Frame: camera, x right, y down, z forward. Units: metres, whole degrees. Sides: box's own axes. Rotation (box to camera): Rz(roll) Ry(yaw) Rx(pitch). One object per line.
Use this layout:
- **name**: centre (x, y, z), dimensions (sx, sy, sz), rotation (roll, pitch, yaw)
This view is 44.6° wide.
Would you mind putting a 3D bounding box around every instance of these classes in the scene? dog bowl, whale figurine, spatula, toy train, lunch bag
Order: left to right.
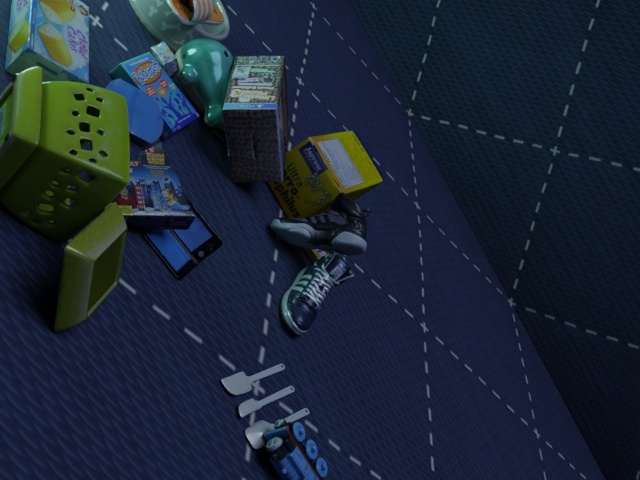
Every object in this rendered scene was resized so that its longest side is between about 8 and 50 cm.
- **lunch bag**: centre (-0.410, -0.473, 2.069), dimensions (0.071, 0.053, 0.083), rotation (53, -20, 20)
- **dog bowl**: centre (-0.407, -0.689, 2.282), dimensions (0.349, 0.102, 0.348), rotation (39, 32, -30)
- **whale figurine**: centre (-0.295, -0.437, 2.155), dimensions (0.216, 0.141, 0.272), rotation (11, 54, -56)
- **spatula**: centre (-0.117, 0.361, 1.741), dimensions (0.168, 0.019, 0.242), rotation (58, 25, 13)
- **toy train**: centre (-0.052, 0.468, 1.648), dimensions (0.184, 0.080, 0.105), rotation (60, 29, -14)

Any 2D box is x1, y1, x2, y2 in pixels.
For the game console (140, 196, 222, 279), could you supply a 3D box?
- **game console**: centre (-0.307, -0.007, 1.741), dimensions (0.144, 0.124, 0.085), rotation (53, 0, -10)

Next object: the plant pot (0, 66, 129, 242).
- **plant pot**: centre (-0.501, -0.166, 1.434), dimensions (0.207, 0.227, 0.228), rotation (24, 42, -39)

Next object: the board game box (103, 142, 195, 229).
- **board game box**: centre (-0.387, -0.121, 1.695), dimensions (0.194, 0.060, 0.194), rotation (1, 60, -29)

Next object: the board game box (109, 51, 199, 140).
- **board game box**: centre (-0.417, -0.368, 1.978), dimensions (0.210, 0.047, 0.160), rotation (52, 27, -10)

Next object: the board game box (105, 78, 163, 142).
- **board game box**: centre (-0.450, -0.302, 1.849), dimensions (0.169, 0.033, 0.133), rotation (27, 51, -41)

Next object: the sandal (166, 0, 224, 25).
- **sandal**: centre (-0.333, -0.661, 2.177), dimensions (0.102, 0.076, 0.265), rotation (58, 27, 2)

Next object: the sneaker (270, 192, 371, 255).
- **sneaker**: centre (0.007, -0.055, 2.137), dimensions (0.101, 0.269, 0.153), rotation (82, 22, -65)

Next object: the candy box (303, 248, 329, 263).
- **candy box**: centre (0.000, 0.000, 2.311), dimensions (0.105, 0.027, 0.206), rotation (53, 27, -3)

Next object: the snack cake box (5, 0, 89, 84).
- **snack cake box**: centre (-0.595, -0.448, 1.716), dimensions (0.152, 0.089, 0.264), rotation (28, 39, -43)

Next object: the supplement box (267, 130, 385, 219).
- **supplement box**: centre (0.016, -0.195, 2.360), dimensions (0.194, 0.195, 0.356), rotation (59, 26, 4)

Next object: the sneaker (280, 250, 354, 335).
- **sneaker**: centre (-0.003, 0.125, 2.028), dimensions (0.099, 0.153, 0.282), rotation (50, 27, -16)

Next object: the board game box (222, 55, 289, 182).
- **board game box**: centre (-0.170, -0.336, 2.136), dimensions (0.291, 0.141, 0.232), rotation (-87, 176, -49)

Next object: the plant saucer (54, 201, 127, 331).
- **plant saucer**: centre (-0.403, 0.052, 1.401), dimensions (0.045, 0.188, 0.188), rotation (20, 30, 3)
